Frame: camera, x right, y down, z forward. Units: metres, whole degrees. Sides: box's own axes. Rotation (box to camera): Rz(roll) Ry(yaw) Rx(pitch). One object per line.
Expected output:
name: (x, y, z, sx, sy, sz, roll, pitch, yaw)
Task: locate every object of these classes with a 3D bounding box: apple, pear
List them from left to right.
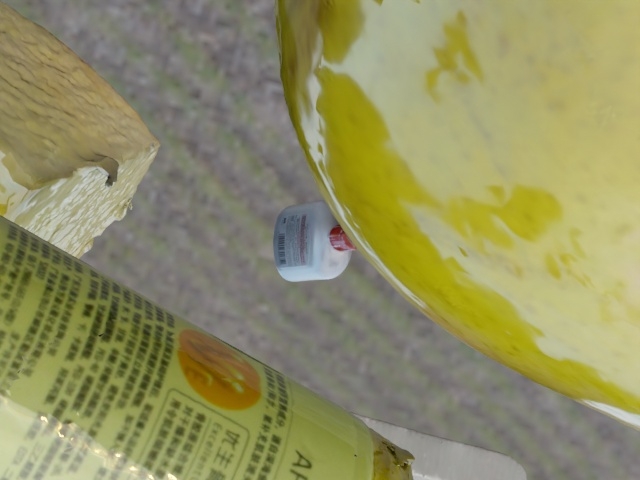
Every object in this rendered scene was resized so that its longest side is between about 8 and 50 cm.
apple: (-0.287, -0.001, 1.237, 0.314, 0.252, 0.309, 28, 117, -35)
pear: (0.144, -0.069, 0.568, 0.336, 0.285, 0.285, 26, 165, -3)

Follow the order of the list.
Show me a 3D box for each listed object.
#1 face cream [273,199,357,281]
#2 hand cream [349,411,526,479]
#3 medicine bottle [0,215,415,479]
face cream: (0.000, 0.000, 0.944, 0.021, 0.040, 0.083, 2, 177, -23)
hand cream: (0.014, 0.237, 0.852, 0.139, 0.314, 0.089, 15, 167, -29)
medicine bottle: (-0.080, 0.073, 0.629, 0.239, 0.124, 0.124, 30, 162, -17)
